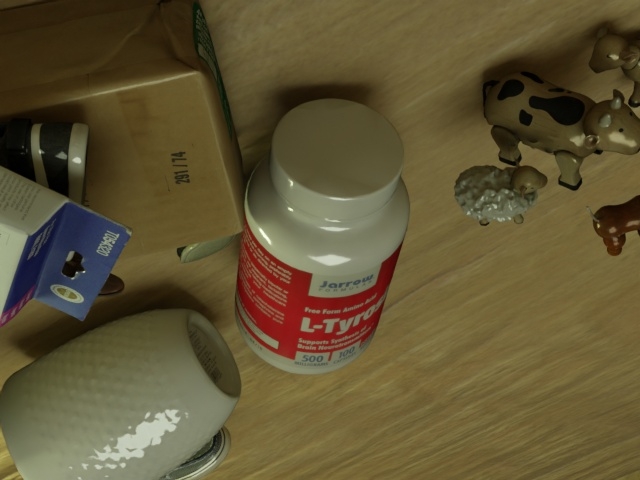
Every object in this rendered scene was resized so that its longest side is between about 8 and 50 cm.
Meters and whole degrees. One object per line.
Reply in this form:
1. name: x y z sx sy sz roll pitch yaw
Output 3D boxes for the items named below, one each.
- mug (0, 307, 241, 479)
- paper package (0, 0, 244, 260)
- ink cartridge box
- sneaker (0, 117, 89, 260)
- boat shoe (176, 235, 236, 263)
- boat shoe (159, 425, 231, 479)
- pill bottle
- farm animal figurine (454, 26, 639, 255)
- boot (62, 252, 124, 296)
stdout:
1. mug: -0.298 0.263 1.791 0.328 0.276 0.374 -30 172 12
2. paper package: -0.263 -0.128 1.301 0.309 0.168 0.325 -12 145 -1
3. ink cartridge box: -0.401 -0.002 1.180 0.330 0.071 0.324 27 151 -9
4. sneaker: -0.324 -0.062 1.177 0.121 0.079 0.217 8 141 -11
5. boat shoe: -0.170 -0.031 1.555 0.084 0.079 0.233 -18 163 -22
6. boat shoe: -0.355 0.416 2.067 0.340 0.127 0.158 -18 152 9
7. pill bottle: 0.000 0.000 1.505 0.229 0.229 0.407 -4 145 -11
8. farm animal figurine: 0.363 -0.165 1.403 0.327 0.330 0.172 9 153 21
9. boot: -0.278 0.021 1.335 0.106 0.037 0.114 10 135 -33
